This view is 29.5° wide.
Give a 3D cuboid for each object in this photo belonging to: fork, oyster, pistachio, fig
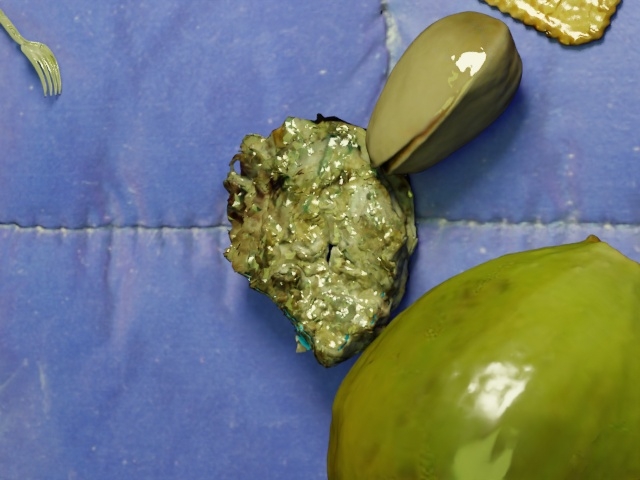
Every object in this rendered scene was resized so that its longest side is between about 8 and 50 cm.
[{"bbox_3d":[-0.359,-0.254,1.389,0.219,0.034,0.028,52,134,14],"label":"fork"},{"bbox_3d":[-0.003,-0.002,1.223,0.198,0.092,0.260,-7,86,18],"label":"oyster"},{"bbox_3d":[0.115,-0.135,1.157,0.108,0.126,0.185,36,111,-15],"label":"pistachio"},{"bbox_3d":[0.184,0.169,1.037,0.343,0.343,0.344,1,91,22],"label":"fig"}]

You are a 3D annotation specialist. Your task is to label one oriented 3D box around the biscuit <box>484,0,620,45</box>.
[{"bbox_3d":[0.214,-0.331,1.168,0.236,0.013,0.232,32,102,17],"label":"biscuit"}]
